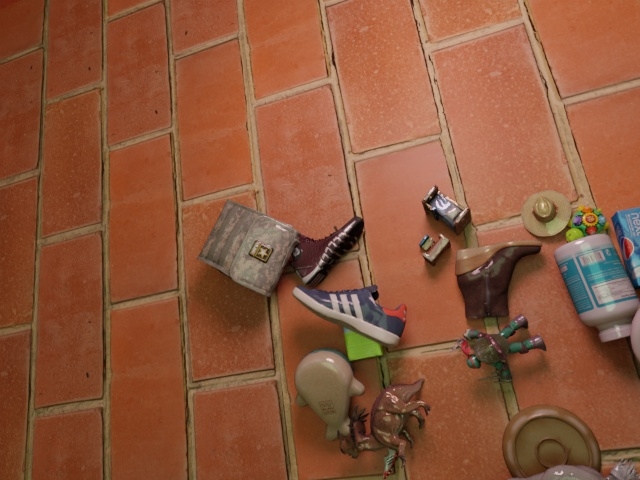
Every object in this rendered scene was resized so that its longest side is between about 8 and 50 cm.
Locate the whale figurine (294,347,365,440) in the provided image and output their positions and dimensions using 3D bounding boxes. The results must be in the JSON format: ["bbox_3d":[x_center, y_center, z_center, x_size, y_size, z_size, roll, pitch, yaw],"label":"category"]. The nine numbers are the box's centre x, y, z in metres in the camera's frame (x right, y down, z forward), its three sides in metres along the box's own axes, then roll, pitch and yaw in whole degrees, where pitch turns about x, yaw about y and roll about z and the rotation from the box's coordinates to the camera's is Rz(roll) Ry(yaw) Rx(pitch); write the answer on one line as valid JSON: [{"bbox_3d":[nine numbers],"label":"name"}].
[{"bbox_3d":[0.033,0.448,1.436,0.216,0.141,0.271,-18,95,16],"label":"whale figurine"}]

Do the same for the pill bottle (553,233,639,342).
[{"bbox_3d":[0.729,0.126,1.267,0.146,0.146,0.263,-18,71,13],"label":"pill bottle"}]

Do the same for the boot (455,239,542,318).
[{"bbox_3d":[0.519,0.110,1.390,0.249,0.090,0.206,-11,84,14],"label":"boot"}]

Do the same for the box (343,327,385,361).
[{"bbox_3d":[0.125,0.272,1.482,0.109,0.042,0.178,-14,71,13],"label":"box"}]

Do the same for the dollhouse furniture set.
[{"bbox_3d":[0.340,-0.044,1.449,0.129,0.129,0.183,39,90,23],"label":"dollhouse furniture set"}]

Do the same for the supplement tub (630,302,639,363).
[{"bbox_3d":[0.833,0.174,1.060,0.236,0.325,0.235,13,111,37],"label":"supplement tub"}]

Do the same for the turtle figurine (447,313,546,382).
[{"bbox_3d":[0.478,0.302,1.325,0.234,0.118,0.175,-29,69,3],"label":"turtle figurine"}]

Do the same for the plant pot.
[{"bbox_3d":[0.598,0.550,1.258,0.237,0.032,0.236,-5,74,18],"label":"plant pot"}]

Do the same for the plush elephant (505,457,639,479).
[{"bbox_3d":[0.638,0.643,1.080,0.330,0.255,0.271,-28,94,-1],"label":"plush elephant"}]

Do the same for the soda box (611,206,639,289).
[{"bbox_3d":[0.851,0.021,1.298,0.071,0.067,0.209,-10,72,15],"label":"soda box"}]

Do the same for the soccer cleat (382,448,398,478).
[{"bbox_3d":[0.191,0.631,1.373,0.036,0.029,0.083,21,80,31],"label":"soccer cleat"}]

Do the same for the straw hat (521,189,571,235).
[{"bbox_3d":[0.638,-0.089,1.382,0.145,0.061,0.144,-13,64,29],"label":"straw hat"}]

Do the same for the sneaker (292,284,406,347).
[{"bbox_3d":[0.090,0.183,1.435,0.350,0.131,0.148,22,76,16],"label":"sneaker"}]

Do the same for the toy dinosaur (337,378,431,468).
[{"bbox_3d":[0.180,0.487,1.345,0.200,0.127,0.295,26,74,19],"label":"toy dinosaur"}]

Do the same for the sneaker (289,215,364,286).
[{"bbox_3d":[0.000,0.000,1.565,0.162,0.106,0.281,42,92,26],"label":"sneaker"}]

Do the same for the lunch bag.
[{"bbox_3d":[-0.222,0.026,1.578,0.287,0.169,0.235,23,84,33],"label":"lunch bag"}]

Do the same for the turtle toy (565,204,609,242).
[{"bbox_3d":[0.737,-0.041,1.352,0.095,0.066,0.130,43,91,23],"label":"turtle toy"}]
